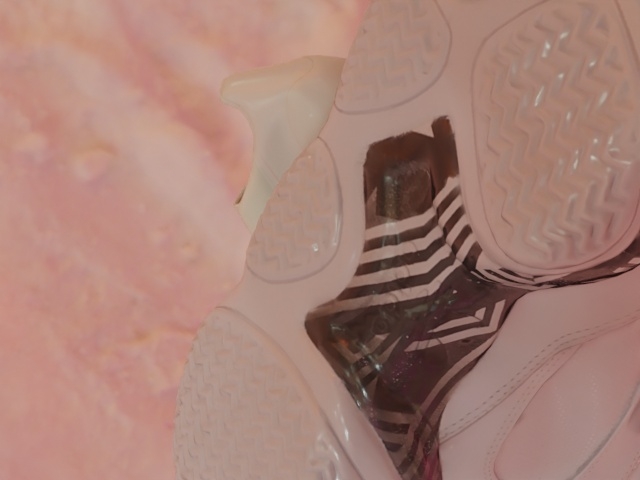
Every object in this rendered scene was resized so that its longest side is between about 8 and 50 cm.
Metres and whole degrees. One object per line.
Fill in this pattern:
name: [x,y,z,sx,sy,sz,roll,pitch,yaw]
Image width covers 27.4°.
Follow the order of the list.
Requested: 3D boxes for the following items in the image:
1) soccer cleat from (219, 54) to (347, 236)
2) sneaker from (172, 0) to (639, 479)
soccer cleat: [0.000,0.000,0.610,0.076,0.196,0.068,4,39,13]
sneaker: [0.102,-0.003,0.503,0.210,0.366,0.137,4,43,-37]
